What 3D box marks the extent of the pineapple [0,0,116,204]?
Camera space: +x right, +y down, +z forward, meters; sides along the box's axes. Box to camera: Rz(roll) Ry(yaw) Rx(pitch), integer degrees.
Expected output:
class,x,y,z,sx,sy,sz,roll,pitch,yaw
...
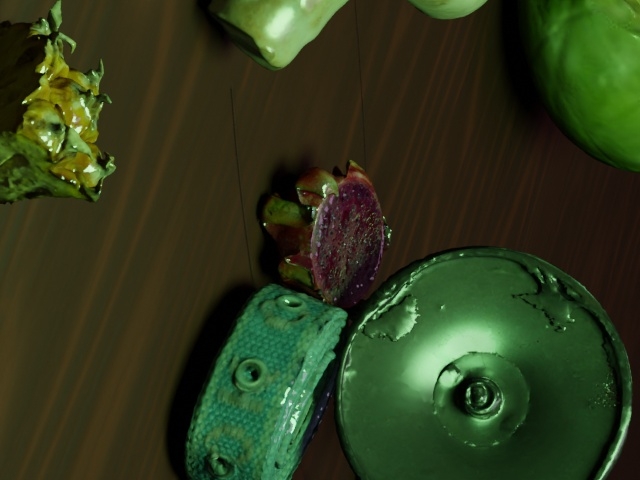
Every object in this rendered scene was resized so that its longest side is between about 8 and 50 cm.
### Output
class,x,y,z,sx,sy,sz,roll,pitch,yaw
pineapple,-0.169,-0.066,1.051,0.069,0.116,0.137,47,12,-36

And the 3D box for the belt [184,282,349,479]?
class,x,y,z,sx,sy,sz,roll,pitch,yaw
belt,-0.042,0.113,1.403,0.163,0.082,0.148,-49,153,-58

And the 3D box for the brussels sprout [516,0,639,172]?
class,x,y,z,sx,sy,sz,roll,pitch,yaw
brussels sprout,0.336,-0.230,1.862,0.344,0.268,0.344,-13,105,-60

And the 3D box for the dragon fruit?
class,x,y,z,sx,sy,sz,roll,pitch,yaw
dragon fruit,0.000,-0.005,1.469,0.126,0.068,0.112,44,63,-49

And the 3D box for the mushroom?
class,x,y,z,sx,sy,sz,roll,pitch,yaw
mushroom,0.033,-0.211,1.296,0.206,0.206,0.209,27,75,-65

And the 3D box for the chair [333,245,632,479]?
class,x,y,z,sx,sy,sz,roll,pitch,yaw
chair,0.138,0.159,1.580,0.401,0.226,0.227,66,39,-75
